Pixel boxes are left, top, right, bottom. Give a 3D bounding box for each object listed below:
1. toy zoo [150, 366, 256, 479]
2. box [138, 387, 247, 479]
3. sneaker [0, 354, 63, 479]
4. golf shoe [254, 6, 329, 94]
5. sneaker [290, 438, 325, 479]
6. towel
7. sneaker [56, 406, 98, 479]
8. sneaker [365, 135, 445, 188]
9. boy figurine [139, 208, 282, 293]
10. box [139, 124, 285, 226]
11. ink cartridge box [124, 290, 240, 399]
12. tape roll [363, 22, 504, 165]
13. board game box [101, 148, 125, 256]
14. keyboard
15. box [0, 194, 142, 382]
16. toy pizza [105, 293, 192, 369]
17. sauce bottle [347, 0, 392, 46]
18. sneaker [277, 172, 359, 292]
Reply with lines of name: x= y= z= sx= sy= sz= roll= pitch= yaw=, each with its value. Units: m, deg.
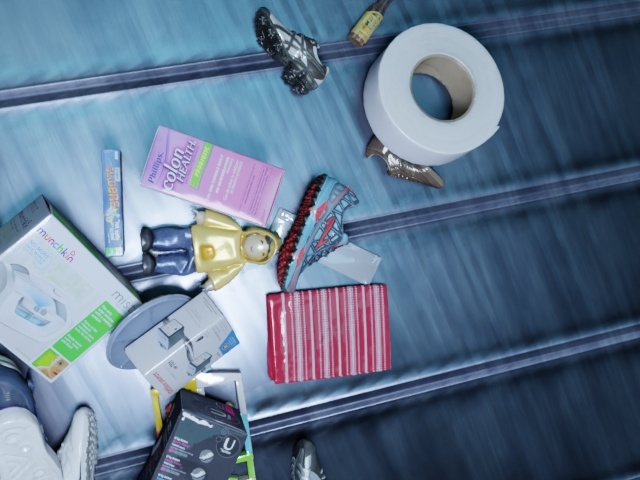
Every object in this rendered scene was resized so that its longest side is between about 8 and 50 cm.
toy zoo: x=-0.249 y=0.392 z=1.538 sx=0.192 sy=0.030 sz=0.293 roll=-9 pitch=96 yaw=-12
box: x=-0.266 y=0.456 z=1.437 sx=0.143 sy=0.165 sz=0.270 roll=24 pitch=89 yaw=-13
sneaker: x=-0.596 y=0.364 z=1.397 sx=0.130 sy=0.236 sz=0.323 roll=-17 pitch=132 yaw=-26
golf shoe: x=-0.059 y=-0.403 z=1.507 sx=0.094 sy=0.077 sz=0.198 roll=-40 pitch=106 yaw=-22
sneaker: x=0.006 y=0.534 z=1.590 sx=0.132 sy=0.086 sz=0.228 roll=-1 pitch=105 yaw=-18
towel: x=0.018 y=0.201 z=1.586 sx=0.275 sy=0.031 sz=0.199 roll=-4 pitch=95 yaw=-14
sneaker: x=-0.503 y=0.450 z=1.460 sx=0.095 sy=0.090 sz=0.235 roll=6 pitch=90 yaw=1
sneaker: x=0.183 y=-0.161 z=1.589 sx=0.188 sy=0.066 sz=0.071 roll=37 pitch=102 yaw=-8
boy figurine: x=-0.219 y=0.024 z=1.487 sx=0.285 sy=0.092 sz=0.177 roll=-1 pitch=94 yaw=-9
box: x=-0.215 y=-0.122 z=1.412 sx=0.243 sy=0.213 sz=0.117 roll=18 pitch=90 yaw=-13
ink cartridge box: x=-0.272 y=0.210 z=1.450 sx=0.191 sy=0.139 sz=0.082 roll=-38 pitch=61 yaw=-13
tape roll: x=0.239 y=-0.304 z=1.531 sx=0.286 sy=0.100 sz=0.286 roll=3 pitch=79 yaw=-16
board game box: x=-0.401 y=-0.074 z=1.413 sx=0.035 sy=0.136 sz=0.201 roll=-2 pitch=95 yaw=-13
keyboard: x=0.010 y=0.015 z=1.581 sx=0.256 sy=0.014 sz=0.072 roll=26 pitch=93 yaw=-13
box: x=-0.514 y=0.090 z=1.367 sx=0.231 sy=0.127 sz=0.262 roll=-40 pitch=124 yaw=-7
toy pizza: x=-0.336 y=0.177 z=1.444 sx=0.201 sy=0.201 sz=0.032 roll=-40 pitch=61 yaw=-7
sauce bottle: x=0.109 y=-0.473 z=1.548 sx=0.042 sy=0.042 sz=0.128 roll=35 pitch=88 yaw=-13
sneaker: x=0.000 y=0.000 z=1.517 sx=0.125 sy=0.104 sz=0.262 roll=24 pitch=94 yaw=-16
